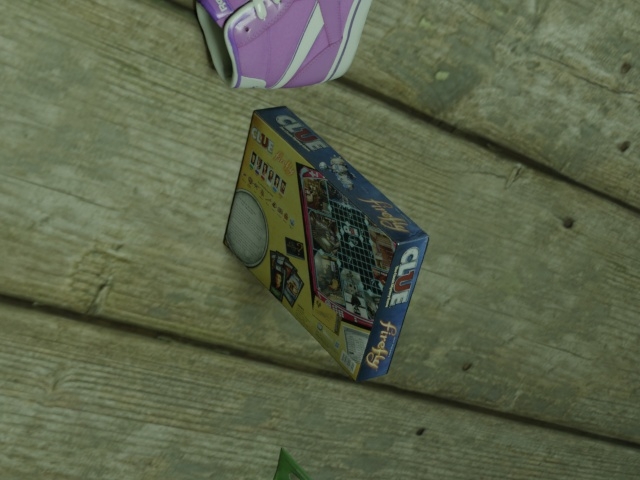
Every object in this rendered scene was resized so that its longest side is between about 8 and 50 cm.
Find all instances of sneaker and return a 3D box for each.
[{"bbox_3d":[-0.027,-0.253,1.538,0.161,0.102,0.282,-11,130,-31],"label":"sneaker"}]

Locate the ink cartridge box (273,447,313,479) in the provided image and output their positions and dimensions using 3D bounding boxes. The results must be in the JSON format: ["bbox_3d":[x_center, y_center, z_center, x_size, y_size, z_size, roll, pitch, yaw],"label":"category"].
[{"bbox_3d":[-0.057,0.367,2.053,0.062,0.109,0.209,-14,132,-34],"label":"ink cartridge box"}]

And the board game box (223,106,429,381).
[{"bbox_3d":[0.000,0.000,1.668,0.042,0.243,0.165,-11,131,-36],"label":"board game box"}]
